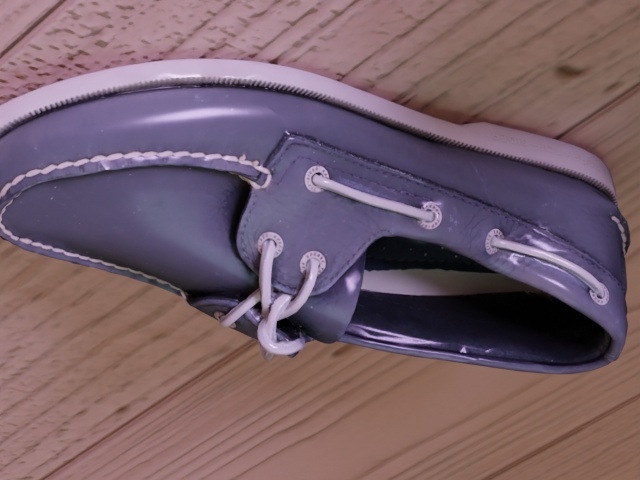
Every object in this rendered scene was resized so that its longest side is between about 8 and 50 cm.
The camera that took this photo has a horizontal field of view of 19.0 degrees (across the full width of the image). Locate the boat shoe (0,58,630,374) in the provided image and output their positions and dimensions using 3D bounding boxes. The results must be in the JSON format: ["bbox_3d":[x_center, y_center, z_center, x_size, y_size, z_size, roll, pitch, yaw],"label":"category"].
[{"bbox_3d":[0.000,0.000,0.838,0.319,0.099,0.116,7,145,-25],"label":"boat shoe"}]
